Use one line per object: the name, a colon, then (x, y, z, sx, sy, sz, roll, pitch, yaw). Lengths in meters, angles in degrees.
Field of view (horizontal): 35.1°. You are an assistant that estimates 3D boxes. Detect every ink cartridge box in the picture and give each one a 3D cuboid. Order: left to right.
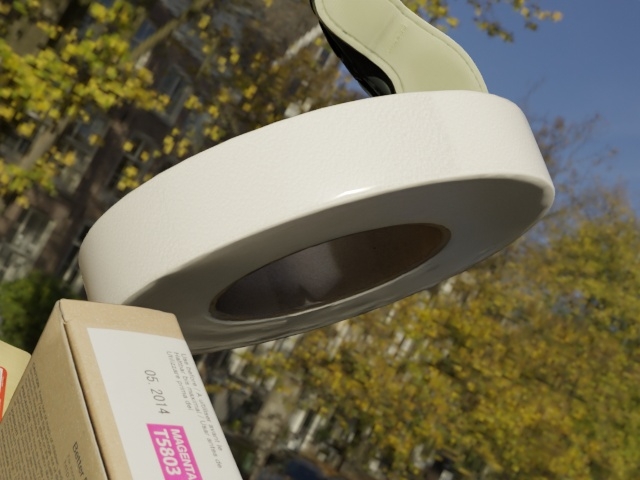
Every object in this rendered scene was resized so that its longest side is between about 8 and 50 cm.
ink cartridge box: (-0.126, 0.184, 0.595, 0.088, 0.193, 0.234, 11, 35, -36)

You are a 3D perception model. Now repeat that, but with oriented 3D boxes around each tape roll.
tape roll: (0.000, 0.000, 0.834, 0.392, 0.392, 0.072, 51, 19, -74)

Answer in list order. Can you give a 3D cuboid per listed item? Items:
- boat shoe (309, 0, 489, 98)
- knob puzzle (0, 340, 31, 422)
boat shoe: (0.106, -0.250, 1.407, 0.340, 0.127, 0.113, 35, 3, -25)
knob puzzle: (-0.322, 0.130, 0.789, 0.213, 0.030, 0.213, 39, 32, -30)
